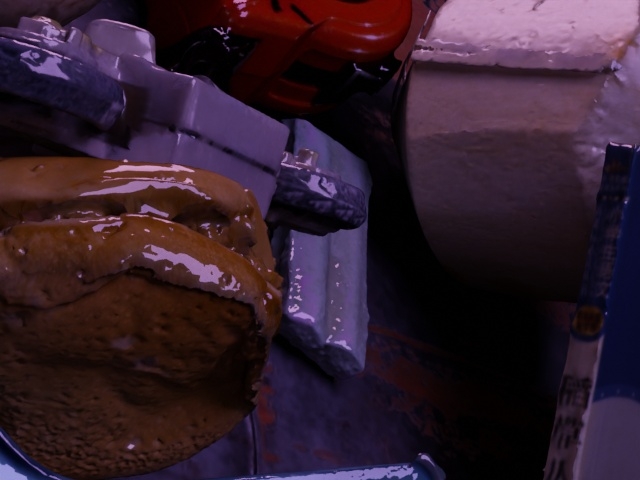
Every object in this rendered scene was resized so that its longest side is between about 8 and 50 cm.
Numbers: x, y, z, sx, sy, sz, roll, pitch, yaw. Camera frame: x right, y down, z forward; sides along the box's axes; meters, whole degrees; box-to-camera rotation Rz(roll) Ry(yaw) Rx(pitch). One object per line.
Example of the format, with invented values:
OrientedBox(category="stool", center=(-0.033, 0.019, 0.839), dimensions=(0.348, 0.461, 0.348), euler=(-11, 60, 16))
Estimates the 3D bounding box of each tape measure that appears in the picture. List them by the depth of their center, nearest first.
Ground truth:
OrientedBox(category="tape measure", center=(-0.042, -0.212, 1.055), dimensions=(0.260, 0.114, 0.253), euler=(7, 53, -42))

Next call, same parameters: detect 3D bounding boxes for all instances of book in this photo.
OrientedBox(category="book", center=(0.265, 0.163, 0.935), dimensions=(0.300, 0.039, 0.427), euler=(11, 89, -42))

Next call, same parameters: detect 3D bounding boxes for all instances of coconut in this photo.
OrientedBox(category="coconut", center=(0.207, -0.091, 1.084), dimensions=(0.323, 0.323, 0.323), euler=(28, 42, -29))

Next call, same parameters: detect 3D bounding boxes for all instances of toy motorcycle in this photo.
OrientedBox(category="toy motorcycle", center=(-0.128, -0.067, 0.767), dimensions=(0.341, 0.223, 0.107), euler=(21, 83, -58))

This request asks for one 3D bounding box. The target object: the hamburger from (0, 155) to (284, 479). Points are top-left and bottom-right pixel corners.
OrientedBox(category="hamburger", center=(-0.122, 0.046, 0.673), dimensions=(0.214, 0.214, 0.108), euler=(23, 46, -34))

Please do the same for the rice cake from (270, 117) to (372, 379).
OrientedBox(category="rice cake", center=(0.000, 0.000, 0.987), dimensions=(0.085, 0.040, 0.226), euler=(31, 41, -29))

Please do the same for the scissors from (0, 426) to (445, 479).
OrientedBox(category="scissors", center=(-0.109, 0.145, 0.632), dimensions=(0.393, 0.032, 0.180), euler=(-3, 85, -26))

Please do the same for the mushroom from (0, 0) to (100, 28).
OrientedBox(category="mushroom", center=(-0.232, -0.207, 0.804), dimensions=(0.254, 0.195, 0.188), euler=(-2, 81, -18))
